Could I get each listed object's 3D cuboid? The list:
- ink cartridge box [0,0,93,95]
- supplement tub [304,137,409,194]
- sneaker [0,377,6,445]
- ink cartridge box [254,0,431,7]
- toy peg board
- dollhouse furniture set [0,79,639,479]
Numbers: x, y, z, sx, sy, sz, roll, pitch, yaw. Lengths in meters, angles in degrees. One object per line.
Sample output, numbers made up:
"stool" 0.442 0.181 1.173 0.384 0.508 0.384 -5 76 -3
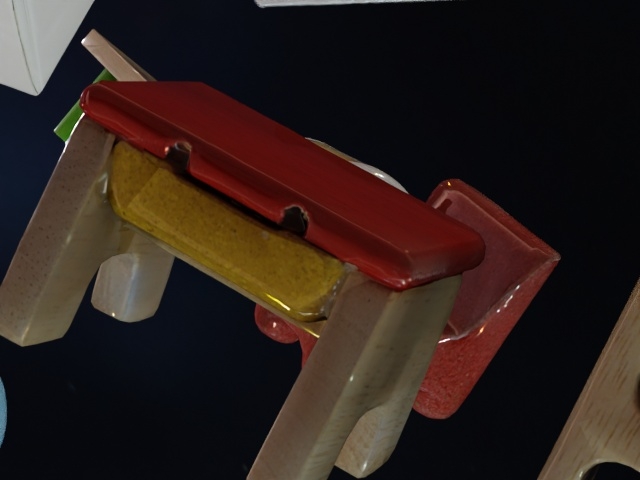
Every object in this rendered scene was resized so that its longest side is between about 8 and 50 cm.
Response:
"ink cartridge box" -0.244 -0.225 1.006 0.273 0.115 0.198 20 -117 9
"supplement tub" 0.000 0.000 1.410 0.144 0.144 0.199 -34 -160 -8
"sneaker" -0.249 0.115 0.685 0.319 0.127 0.208 -17 -154 27
"ink cartridge box" 0.067 -0.207 1.264 0.371 0.176 0.069 1 -77 7
"toy peg board" -0.113 -0.059 1.300 0.079 0.160 0.161 -49 -146 3
"dollhouse furniture set" 0.131 0.037 0.476 0.374 0.201 0.152 30 -76 18
